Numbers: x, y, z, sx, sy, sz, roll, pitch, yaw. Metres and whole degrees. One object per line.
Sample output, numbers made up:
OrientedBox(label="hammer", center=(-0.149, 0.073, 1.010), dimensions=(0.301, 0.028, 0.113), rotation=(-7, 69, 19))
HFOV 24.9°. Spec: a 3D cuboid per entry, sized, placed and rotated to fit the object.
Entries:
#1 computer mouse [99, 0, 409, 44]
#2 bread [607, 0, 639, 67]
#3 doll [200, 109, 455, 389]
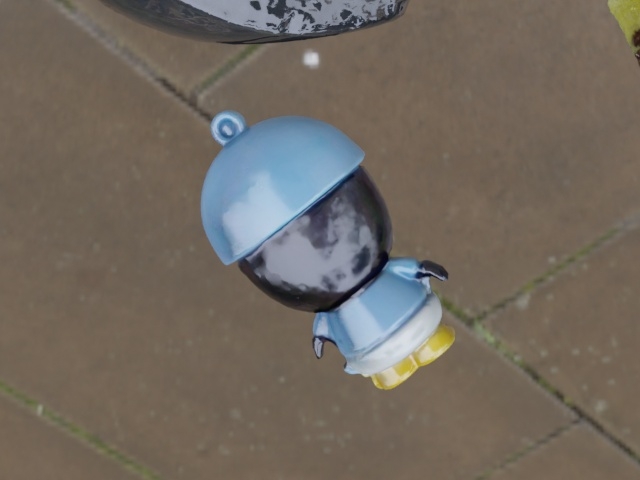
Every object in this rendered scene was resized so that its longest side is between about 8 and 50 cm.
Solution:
OrientedBox(label="computer mouse", center=(-0.065, -0.161, 0.860), dimensions=(0.270, 0.137, 0.086), rotation=(9, 105, -42))
OrientedBox(label="bread", center=(0.349, -0.087, 1.116), dimensions=(0.138, 0.361, 0.077), rotation=(-35, 143, 23))
OrientedBox(label="doll", center=(0.000, 0.000, 1.407), dimensions=(0.177, 0.141, 0.314), rotation=(-36, 98, 20))
